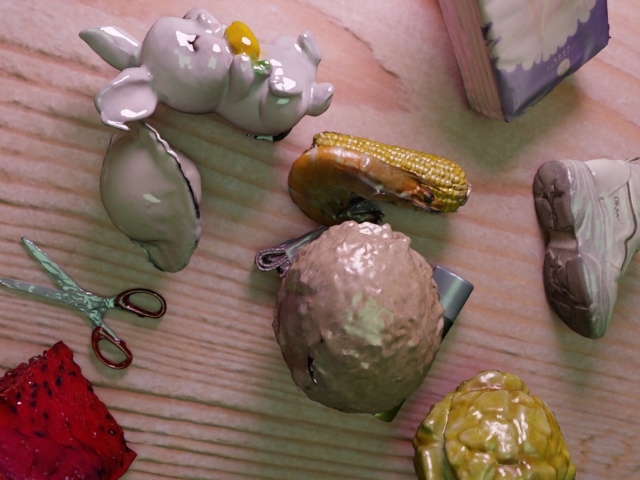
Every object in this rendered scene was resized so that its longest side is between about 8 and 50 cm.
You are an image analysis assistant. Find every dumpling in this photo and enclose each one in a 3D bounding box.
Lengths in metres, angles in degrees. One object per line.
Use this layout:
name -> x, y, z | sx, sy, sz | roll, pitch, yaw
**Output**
dumpling -> -0.234, -0.071, 0.766 | 0.142, 0.172, 0.247 | -26, 108, -39

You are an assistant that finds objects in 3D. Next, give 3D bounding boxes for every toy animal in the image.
toy animal -> -0.154, -0.233, 0.741 | 0.325, 0.154, 0.208 | -14, 64, -19

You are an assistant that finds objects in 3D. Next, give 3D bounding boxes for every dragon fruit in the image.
dragon fruit -> -0.433, 0.257, 0.723 | 0.302, 0.330, 0.240 | 1, 76, -10

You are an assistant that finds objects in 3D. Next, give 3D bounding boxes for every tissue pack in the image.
tissue pack -> 0.306, -0.386, 0.786 | 0.242, 0.125, 0.343 | -38, 133, -4

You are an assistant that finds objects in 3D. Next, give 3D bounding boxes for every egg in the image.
egg -> 0.058, 0.124, 0.792 | 0.279, 0.279, 0.310 | -5, 130, -11

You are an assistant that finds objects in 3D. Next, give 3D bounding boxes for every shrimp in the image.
shrimp -> 0.070, -0.071, 0.805 | 0.249, 0.068, 0.150 | 10, 135, -1

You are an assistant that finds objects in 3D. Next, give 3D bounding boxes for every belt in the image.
belt -> 0.000, 0.000, 0.882 | 0.232, 0.053, 0.071 | -28, 106, -7

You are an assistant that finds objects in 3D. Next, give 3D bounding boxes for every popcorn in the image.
popcorn -> 0.304, 0.388, 0.908 | 0.282, 0.247, 0.282 | 1, 107, 4

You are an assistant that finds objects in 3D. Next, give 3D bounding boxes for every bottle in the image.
bottle -> 0.168, 0.182, 0.929 | 0.082, 0.082, 0.286 | 31, 90, -15

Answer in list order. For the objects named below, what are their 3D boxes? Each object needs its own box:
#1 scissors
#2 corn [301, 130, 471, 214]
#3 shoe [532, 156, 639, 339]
scissors -> -0.385, 0.095, 0.832 | 0.248, 0.017, 0.144 | 34, 90, -13
corn -> 0.108, -0.115, 0.869 | 0.293, 0.106, 0.106 | 15, 95, -10
shoe -> 0.530, 0.007, 0.956 | 0.210, 0.132, 0.342 | -11, 97, -8
